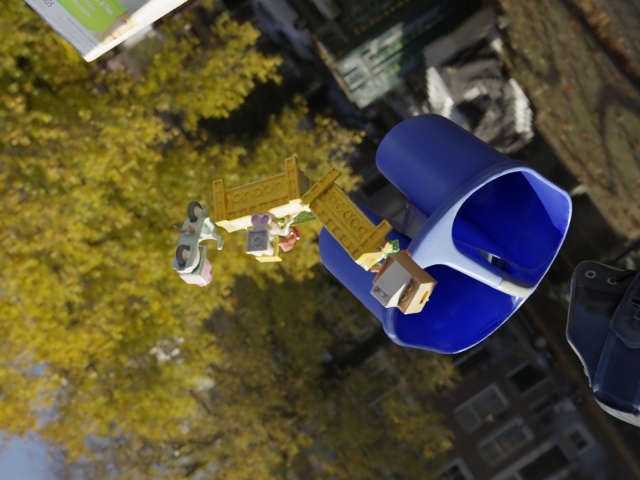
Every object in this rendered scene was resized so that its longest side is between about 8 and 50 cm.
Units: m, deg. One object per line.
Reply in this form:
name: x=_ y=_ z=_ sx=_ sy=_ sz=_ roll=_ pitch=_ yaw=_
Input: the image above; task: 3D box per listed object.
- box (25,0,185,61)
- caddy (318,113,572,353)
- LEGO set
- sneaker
box: x=-0.124 y=-0.240 z=0.787 sx=0.103 sy=0.203 sz=0.114 roll=62 pitch=-173 yaw=24
caddy: x=0.160 y=0.007 z=1.257 sx=0.179 sy=0.241 sz=0.341 roll=40 pitch=-168 yaw=30
LEGO set: x=0.000 y=0.000 z=1.086 sx=0.287 sy=0.132 sz=0.107 roll=8 pitch=165 yaw=28
sneaker: x=0.244 y=0.019 z=0.660 sx=0.163 sy=0.226 sz=0.086 roll=21 pitch=159 yaw=41
